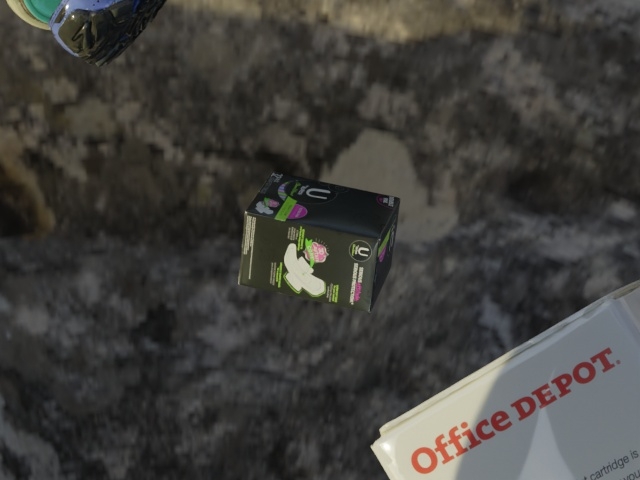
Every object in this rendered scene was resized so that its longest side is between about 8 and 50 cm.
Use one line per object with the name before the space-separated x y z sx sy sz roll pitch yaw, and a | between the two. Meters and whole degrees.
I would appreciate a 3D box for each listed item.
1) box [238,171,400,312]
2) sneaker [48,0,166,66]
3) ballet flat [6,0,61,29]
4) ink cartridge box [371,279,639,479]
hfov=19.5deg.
box | 0.000 0.000 1.121 0.083 0.052 0.062 13 29 10
sneaker | -0.090 -0.162 0.805 0.087 0.083 0.221 26 43 -19
ballet flat | -0.149 -0.232 0.967 0.086 0.248 0.086 1 31 -1
ink cartridge box | 0.190 0.183 1.152 0.197 0.114 0.273 -34 84 27
